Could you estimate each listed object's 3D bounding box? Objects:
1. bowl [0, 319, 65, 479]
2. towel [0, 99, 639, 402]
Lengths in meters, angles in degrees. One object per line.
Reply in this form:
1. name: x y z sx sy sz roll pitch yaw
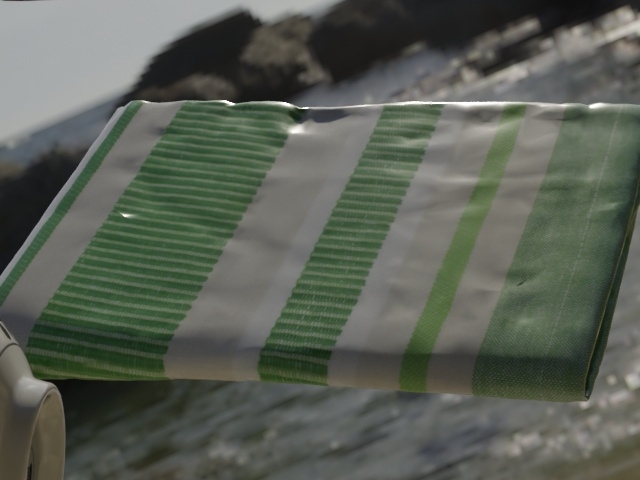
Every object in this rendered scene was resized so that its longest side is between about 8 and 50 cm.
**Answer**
1. bowl: -0.145 0.088 0.735 0.080 0.170 0.170 4 9 4
2. towel: 0.000 0.000 0.978 0.325 0.038 0.248 1 35 20
